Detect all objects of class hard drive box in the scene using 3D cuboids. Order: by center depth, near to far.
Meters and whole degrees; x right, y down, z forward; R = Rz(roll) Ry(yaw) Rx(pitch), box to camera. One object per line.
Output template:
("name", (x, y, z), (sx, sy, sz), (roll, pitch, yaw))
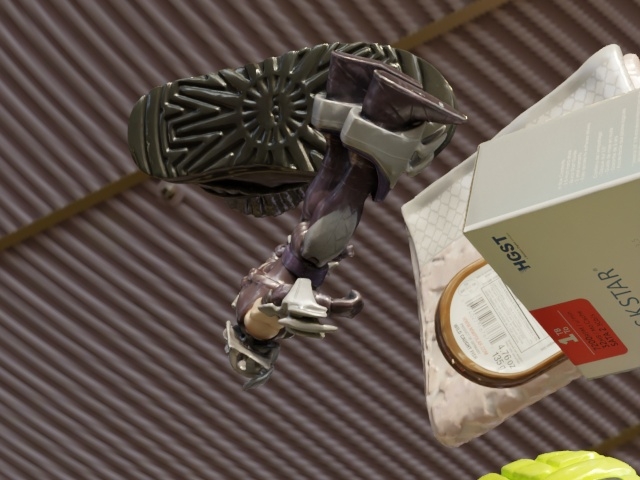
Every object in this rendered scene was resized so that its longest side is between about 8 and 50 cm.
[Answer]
("hard drive box", (0.242, -0.012, 0.854), (0.232, 0.089, 0.181), (-19, -51, 36))

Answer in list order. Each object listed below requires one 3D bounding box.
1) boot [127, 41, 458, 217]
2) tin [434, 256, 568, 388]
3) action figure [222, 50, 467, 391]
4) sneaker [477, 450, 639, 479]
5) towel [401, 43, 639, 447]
("boot", (0.000, -0.106, 1.346), (0.348, 0.260, 0.131), (0, -99, 22))
("tin", (0.182, 0.045, 1.034), (0.190, 0.040, 0.106), (-30, -99, -6))
("action figure", (0.000, 0.000, 1.010), (0.099, 0.185, 0.285), (23, -75, -16))
("sneaker", (0.085, 0.235, 0.712), (0.123, 0.109, 0.295), (36, -74, -9))
("towel", (0.219, 0.004, 1.294), (0.053, 0.317, 0.332), (26, -49, -34))
